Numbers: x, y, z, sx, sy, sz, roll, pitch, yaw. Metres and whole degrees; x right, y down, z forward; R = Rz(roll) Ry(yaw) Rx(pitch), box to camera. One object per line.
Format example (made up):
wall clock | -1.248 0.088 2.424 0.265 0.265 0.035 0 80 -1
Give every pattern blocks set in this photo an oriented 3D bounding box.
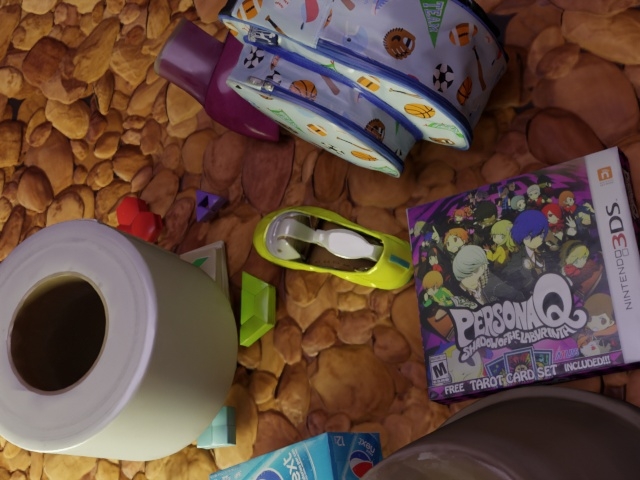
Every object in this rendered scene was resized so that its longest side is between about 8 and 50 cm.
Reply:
pattern blocks set | -0.174 0.096 1.161 0.285 0.026 0.325 -2 75 33

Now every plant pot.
plant pot | 0.154 0.267 0.746 0.323 0.280 0.323 -9 72 30

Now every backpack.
backpack | 0.050 -0.188 0.968 0.263 0.276 0.213 18 91 29

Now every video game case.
video game case | 0.204 0.039 0.923 0.232 0.041 0.210 -16 67 29

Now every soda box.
soda box | -0.028 0.251 0.957 0.210 0.071 0.067 -31 59 44

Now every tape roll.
tape roll | -0.236 0.115 1.032 0.246 0.169 0.246 -7 73 24

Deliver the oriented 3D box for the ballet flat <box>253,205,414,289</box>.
ballet flat | 0.000 0.000 1.046 0.230 0.077 0.077 14 85 35

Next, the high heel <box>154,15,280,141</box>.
high heel | -0.034 -0.310 1.170 0.181 0.127 0.377 33 91 6
